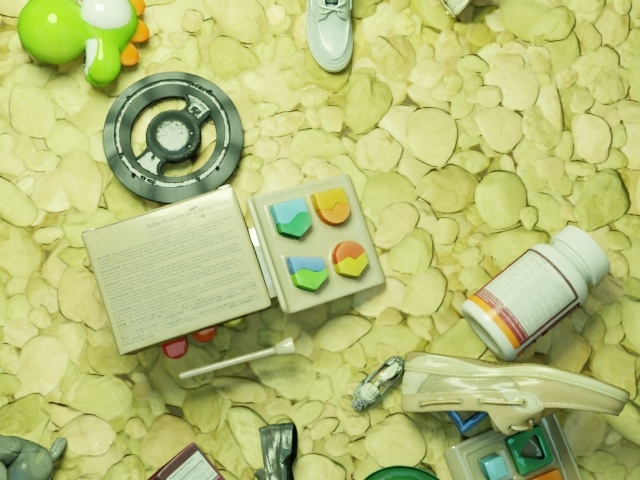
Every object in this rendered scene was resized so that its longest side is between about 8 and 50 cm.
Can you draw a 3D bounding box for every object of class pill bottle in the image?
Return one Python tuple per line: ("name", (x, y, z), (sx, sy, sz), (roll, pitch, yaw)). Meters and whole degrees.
("pill bottle", (0.344, 0.082, 1.314), (0.221, 0.121, 0.121), (-38, 87, -5))

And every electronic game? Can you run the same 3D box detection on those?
("electronic game", (-0.241, -0.170, 1.353), (0.229, 0.048, 0.229), (1, 77, -5))

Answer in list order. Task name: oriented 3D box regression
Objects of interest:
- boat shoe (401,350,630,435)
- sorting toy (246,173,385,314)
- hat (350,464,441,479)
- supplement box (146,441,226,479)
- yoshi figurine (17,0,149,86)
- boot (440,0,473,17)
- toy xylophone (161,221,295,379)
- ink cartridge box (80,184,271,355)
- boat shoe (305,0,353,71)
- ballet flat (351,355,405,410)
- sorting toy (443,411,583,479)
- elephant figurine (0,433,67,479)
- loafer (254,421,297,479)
("boat shoe", (0.294, 0.245, 1.272), (0.341, 0.122, 0.110), (5, 79, 21))
("sorting toy", (0.000, 0.000, 1.304), (0.208, 0.038, 0.192), (-16, 84, -33))
("hat", (0.124, 0.439, 1.241), (0.209, 0.183, 0.172), (13, 85, -1))
("supplement box", (-0.178, 0.416, 1.261), (0.188, 0.104, 0.081), (49, 50, 3))
("yoshi figurine", (-0.397, -0.431, 1.313), (0.203, 0.203, 0.362), (-3, 87, 14))
("boot", (0.162, -0.451, 1.349), (0.262, 0.095, 0.203), (-36, 89, -30))
("toy xylophone", (-0.161, 0.090, 1.315), (0.323, 0.081, 0.236), (-9, 85, -3))
("ink cartridge box", (-0.211, 0.046, 1.232), (0.235, 0.088, 0.193), (-18, 84, -3))
("boat shoe", (0.012, -0.398, 1.367), (0.079, 0.081, 0.227), (-5, 84, -2))
("ballet flat", (0.093, 0.230, 1.332), (0.114, 0.041, 0.041), (-45, 88, -5))
("sorting toy", (0.321, 0.387, 1.321), (0.196, 0.047, 0.347), (-21, 86, -4))
("elephant figurine", (-0.539, 0.388, 1.247), (0.239, 0.186, 0.169), (-26, 49, 21))
("loafer", (-0.073, 0.370, 1.291), (0.061, 0.062, 0.170), (-2, 57, 10))
